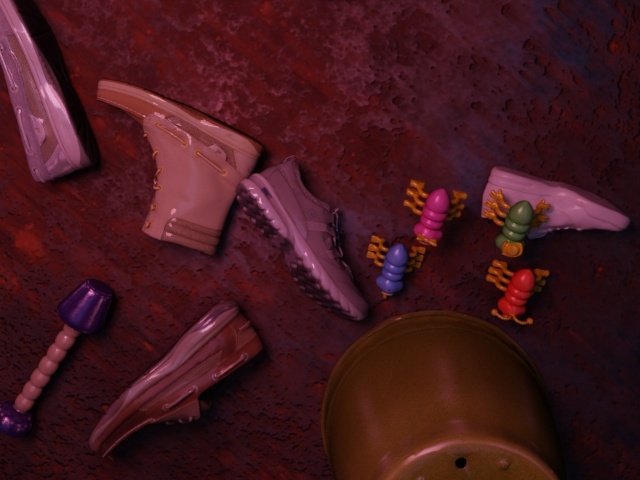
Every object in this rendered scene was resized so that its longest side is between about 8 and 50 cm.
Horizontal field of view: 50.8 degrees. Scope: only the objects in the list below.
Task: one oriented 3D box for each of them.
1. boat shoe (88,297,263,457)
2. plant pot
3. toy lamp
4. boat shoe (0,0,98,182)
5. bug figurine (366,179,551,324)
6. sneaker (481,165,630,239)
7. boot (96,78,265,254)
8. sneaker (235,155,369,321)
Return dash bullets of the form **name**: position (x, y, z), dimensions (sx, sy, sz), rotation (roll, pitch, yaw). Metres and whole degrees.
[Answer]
- **boat shoe**: position (-0.222, 0.232, 1.040), dimensions (0.324, 0.123, 0.116), rotation (-43, 95, 8)
- **plant pot**: position (0.174, 0.312, 0.910), dimensions (0.366, 0.353, 0.367), rotation (0, 97, 3)
- **toy lamp**: position (-0.420, 0.181, 1.064), dimensions (0.080, 0.080, 0.275), rotation (37, 97, -2)
- **boat shoe**: position (-0.438, -0.246, 0.997), dimensions (0.103, 0.118, 0.321), rotation (-21, 102, 1)
- **bug figurine**: position (0.210, 0.021, 0.991), dimensions (0.278, 0.072, 0.216), rotation (10, 124, 4)
- **sneaker**: position (0.346, -0.039, 1.008), dimensions (0.212, 0.080, 0.094), rotation (18, 109, 8)
- **boot**: position (-0.240, -0.109, 1.013), dimensions (0.261, 0.095, 0.204), rotation (24, 98, -7)
- **sneaker**: position (0.000, 0.000, 1.007), dimensions (0.115, 0.105, 0.281), rotation (-40, 107, -20)
